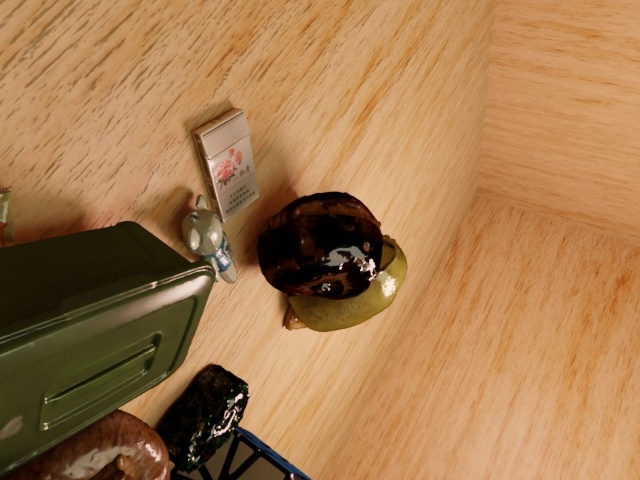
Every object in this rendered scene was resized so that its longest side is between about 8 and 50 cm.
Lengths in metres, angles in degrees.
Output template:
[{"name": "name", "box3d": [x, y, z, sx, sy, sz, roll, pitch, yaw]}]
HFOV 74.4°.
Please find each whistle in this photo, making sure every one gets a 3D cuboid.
[{"name": "whistle", "box3d": [-0.209, 0.017, 0.814, 0.235, 0.077, 0.113, 78, 11, -57]}]

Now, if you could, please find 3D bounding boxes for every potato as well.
[{"name": "potato", "box3d": [0.130, 0.141, 1.221, 0.330, 0.280, 0.212, -44, 115, -46]}]

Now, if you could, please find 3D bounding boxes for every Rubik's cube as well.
[{"name": "Rubik's cube", "box3d": [-0.215, 0.673, 1.093, 0.293, 0.289, 0.283, -54, 152, -19]}]

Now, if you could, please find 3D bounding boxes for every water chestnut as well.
[{"name": "water chestnut", "box3d": [0.000, 0.000, 0.989, 0.300, 0.300, 0.299, -41, 144, -40]}]

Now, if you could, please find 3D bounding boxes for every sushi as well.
[{"name": "sushi", "box3d": [-0.261, 0.407, 0.968, 0.225, 0.127, 0.124, -50, 149, -32]}]

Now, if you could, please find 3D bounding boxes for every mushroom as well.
[{"name": "mushroom", "box3d": [-0.344, 0.403, 0.591, 0.331, 0.357, 0.333, -42, 129, -62]}]

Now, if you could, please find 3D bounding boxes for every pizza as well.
[{"name": "pizza", "box3d": [-0.019, 0.204, 1.338, 0.262, 0.034, 0.181, 27, 87, -60]}]

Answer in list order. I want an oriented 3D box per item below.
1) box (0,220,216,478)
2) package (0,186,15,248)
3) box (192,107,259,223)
[{"name": "box", "box3d": [-0.323, 0.116, 0.534, 0.329, 0.178, 0.252, -24, 148, -56]}, {"name": "package", "box3d": [-0.406, 0.001, 0.484, 0.108, 0.031, 0.120, -28, 134, -51]}, {"name": "box", "box3d": [-0.172, -0.137, 0.799, 0.109, 0.029, 0.198, -45, 147, -36]}]
